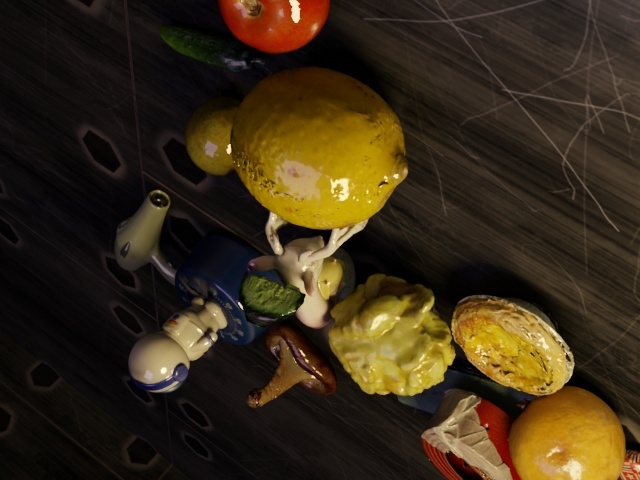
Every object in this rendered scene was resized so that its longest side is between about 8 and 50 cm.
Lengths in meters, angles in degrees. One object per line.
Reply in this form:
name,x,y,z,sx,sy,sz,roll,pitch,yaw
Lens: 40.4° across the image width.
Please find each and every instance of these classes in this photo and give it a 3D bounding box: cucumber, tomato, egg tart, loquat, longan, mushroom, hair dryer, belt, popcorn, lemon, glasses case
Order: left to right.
hair dryer,-0.386,0.007,2.155,0.298,0.119,0.296,27,137,17
cucumber,-0.198,-0.343,1.566,0.250,0.056,0.056,25,144,31
longan,-0.187,-0.207,1.653,0.155,0.176,0.145,-25,153,35
cucumber,-0.102,0.118,1.569,0.115,0.085,0.193,25,167,-4
tomato,-0.070,-0.379,1.303,0.195,0.136,0.195,27,142,23
mushroom,-0.088,0.339,2.096,0.227,0.217,0.148,43,148,-4
lemon,0.000,-0.147,1.387,0.310,0.258,0.258,25,144,27
popcorn,0.133,0.181,1.631,0.256,0.195,0.255,34,136,33
belt,0.326,0.429,1.746,0.227,0.115,0.324,0,137,51
egg tart,0.343,0.172,1.540,0.234,0.094,0.234,29,148,20
loquat,0.441,0.366,1.568,0.208,0.208,0.208,29,146,22
glasses case,0.615,0.463,1.623,0.073,0.049,0.194,-4,126,48

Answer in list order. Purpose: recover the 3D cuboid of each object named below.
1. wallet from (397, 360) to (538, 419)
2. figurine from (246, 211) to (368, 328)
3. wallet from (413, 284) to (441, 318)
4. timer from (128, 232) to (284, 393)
wallet,0.305,0.326,1.809,0.379,0.046,0.190,13,137,39
figurine,-0.014,-0.002,1.632,0.206,0.284,0.315,25,170,10
wallet,0.186,0.157,1.730,0.118,0.039,0.152,-5,115,38
timer,-0.288,0.196,1.995,0.270,0.383,0.270,29,147,22
